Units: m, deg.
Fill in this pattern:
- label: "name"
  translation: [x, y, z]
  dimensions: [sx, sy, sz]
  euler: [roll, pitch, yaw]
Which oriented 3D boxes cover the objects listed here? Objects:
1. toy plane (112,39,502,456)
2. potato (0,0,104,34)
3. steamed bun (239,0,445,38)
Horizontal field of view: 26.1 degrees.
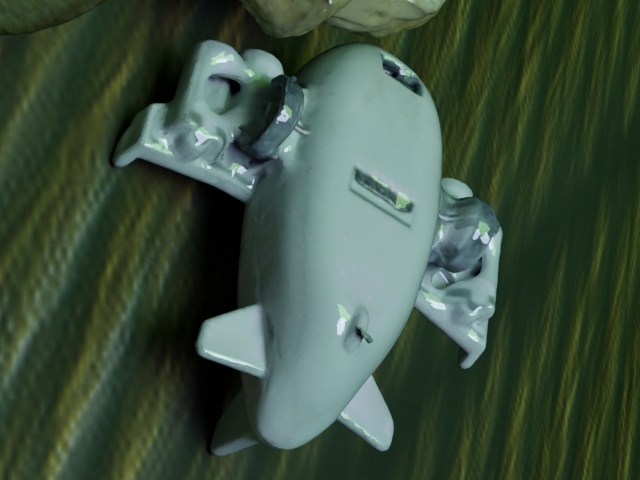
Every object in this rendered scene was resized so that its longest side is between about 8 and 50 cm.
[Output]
- label: "toy plane"
  translation: [0.003, -0.002, 0.754]
  dimensions: [0.252, 0.118, 0.252]
  euler: [16, 62, -34]
- label: "potato"
  translation: [-0.138, -0.221, 0.588]
  dimensions: [0.112, 0.269, 0.255]
  euler: [-59, 156, -45]
- label: "steamed bun"
  translation: [-0.023, -0.240, 0.766]
  dimensions: [0.292, 0.137, 0.295]
  euler: [29, 65, -50]
